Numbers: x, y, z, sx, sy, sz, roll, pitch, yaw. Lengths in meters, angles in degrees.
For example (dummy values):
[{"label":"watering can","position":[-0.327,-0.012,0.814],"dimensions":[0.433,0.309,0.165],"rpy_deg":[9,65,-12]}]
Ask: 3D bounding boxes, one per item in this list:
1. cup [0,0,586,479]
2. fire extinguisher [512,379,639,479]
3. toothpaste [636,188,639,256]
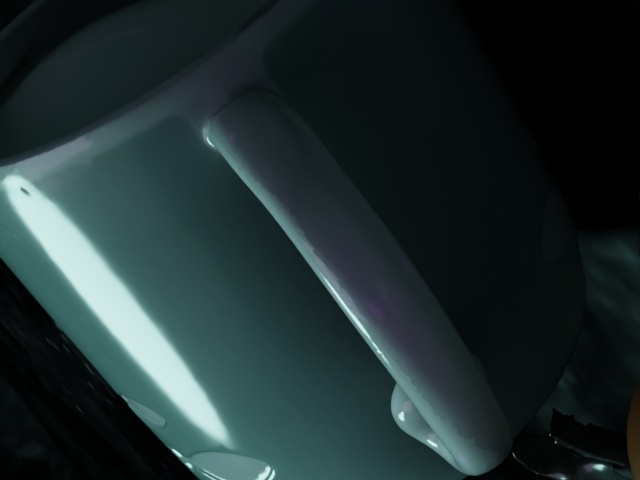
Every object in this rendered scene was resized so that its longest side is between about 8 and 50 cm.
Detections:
[{"label":"cup","position":[0.000,0.000,0.778],"dimensions":[0.274,0.259,0.357],"rpy_deg":[55,177,-27]},{"label":"fire extinguisher","position":[0.242,0.082,0.641],"dimensions":[0.200,0.113,0.376],"rpy_deg":[34,153,-8]},{"label":"toothpaste","position":[0.198,0.055,0.833],"dimensions":[0.067,0.037,0.255],"rpy_deg":[23,152,38]}]
